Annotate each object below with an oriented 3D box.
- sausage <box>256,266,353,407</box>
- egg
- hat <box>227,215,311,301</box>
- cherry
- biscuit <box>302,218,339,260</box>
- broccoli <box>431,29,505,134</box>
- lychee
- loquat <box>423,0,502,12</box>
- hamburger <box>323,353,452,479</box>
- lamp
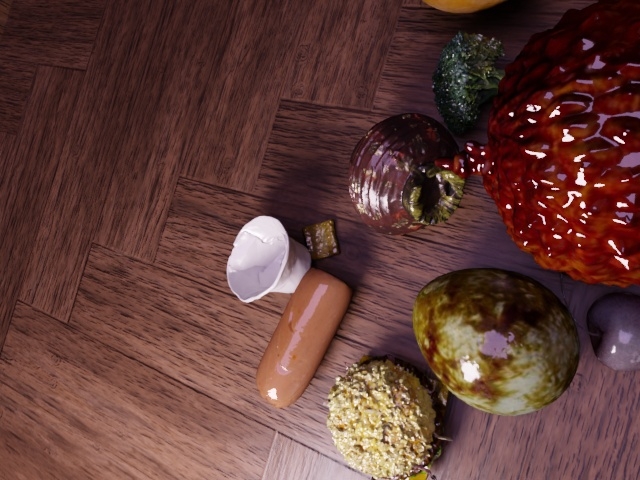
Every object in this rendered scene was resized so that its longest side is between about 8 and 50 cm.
[{"bbox_3d":[-0.039,0.206,1.114,0.121,0.121,0.304,29,94,27],"label":"sausage"},{"bbox_3d":[0.289,0.160,0.897,0.289,0.238,0.238,37,99,37],"label":"egg"},{"bbox_3d":[-0.099,0.052,1.154,0.203,0.126,0.203,-20,61,41],"label":"hat"},{"bbox_3d":[0.506,0.119,0.866,0.148,0.115,0.188,-22,66,42],"label":"cherry"},{"bbox_3d":[0.000,0.000,1.185,0.081,0.018,0.083,-18,75,23],"label":"biscuit"},{"bbox_3d":[0.317,-0.313,1.028,0.194,0.194,0.219,-21,50,22],"label":"broccoli"},{"bbox_3d":[0.426,-0.135,0.776,0.500,0.424,0.424,-10,78,21],"label":"lychee"},{"bbox_3d":[0.283,-0.593,0.969,0.328,0.328,0.328,-4,80,26],"label":"loquat"},{"bbox_3d":[0.126,0.346,1.001,0.262,0.139,0.243,10,86,28],"label":"hamburger"},{"bbox_3d":[0.164,-0.122,1.006,0.247,0.247,0.247,-4,80,26],"label":"lamp"}]
